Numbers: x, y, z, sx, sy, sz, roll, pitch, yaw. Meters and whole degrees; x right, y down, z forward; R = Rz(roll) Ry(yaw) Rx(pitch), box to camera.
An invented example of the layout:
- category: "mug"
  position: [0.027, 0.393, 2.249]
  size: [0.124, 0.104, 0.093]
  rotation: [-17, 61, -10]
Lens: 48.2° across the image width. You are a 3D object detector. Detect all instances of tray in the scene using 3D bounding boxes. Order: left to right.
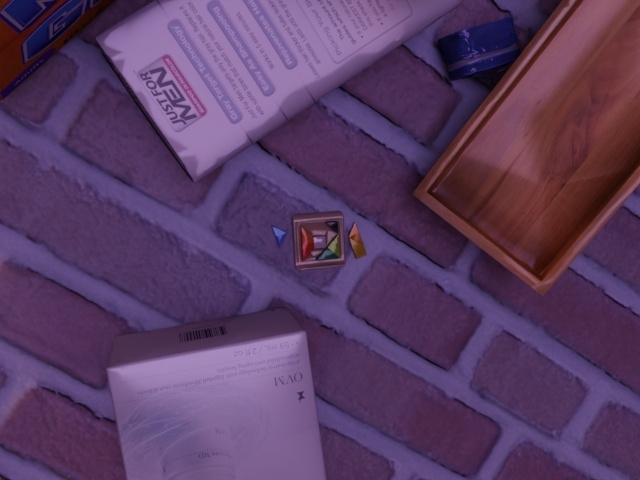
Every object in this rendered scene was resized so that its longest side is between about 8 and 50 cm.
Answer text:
- category: "tray"
  position: [0.320, -0.157, 0.866]
  size: [0.203, 0.076, 0.411]
  rotation: [39, 103, 10]

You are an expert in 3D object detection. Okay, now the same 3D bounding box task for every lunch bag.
- category: "lunch bag"
  position: [0.208, -0.241, 0.916]
  size: [0.099, 0.067, 0.065]
  rotation: [-18, 100, -11]

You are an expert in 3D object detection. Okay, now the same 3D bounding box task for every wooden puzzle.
- category: "wooden puzzle"
  position: [0.000, 0.000, 0.926]
  size: [0.116, 0.014, 0.078]
  rotation: [-12, 99, -10]

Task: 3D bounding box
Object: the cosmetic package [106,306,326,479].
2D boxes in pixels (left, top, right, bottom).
- category: "cosmetic package"
  position: [-0.122, 0.219, 0.862]
  size: [0.224, 0.138, 0.224]
  rotation: [-10, 100, -11]

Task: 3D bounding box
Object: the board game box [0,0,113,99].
- category: "board game box"
  position: [-0.299, -0.397, 0.619]
  size: [0.356, 0.356, 0.356]
  rotation: [46, 78, -14]

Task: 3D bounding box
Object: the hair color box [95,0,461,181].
- category: "hair color box"
  position: [-0.046, -0.247, 0.836]
  size: [0.375, 0.113, 0.185]
  rotation: [-35, 101, -8]
